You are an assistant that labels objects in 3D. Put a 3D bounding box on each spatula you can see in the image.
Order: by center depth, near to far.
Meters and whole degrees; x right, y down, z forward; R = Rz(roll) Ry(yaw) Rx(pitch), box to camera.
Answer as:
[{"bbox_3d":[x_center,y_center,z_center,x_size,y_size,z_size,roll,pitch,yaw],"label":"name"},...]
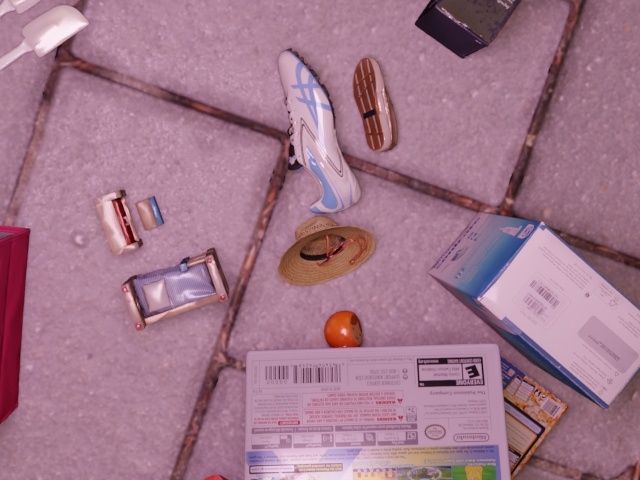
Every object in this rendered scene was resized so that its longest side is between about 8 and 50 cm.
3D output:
[{"bbox_3d":[-0.465,-0.301,1.322,0.242,0.019,0.168,-34,102,-1],"label":"spatula"}]

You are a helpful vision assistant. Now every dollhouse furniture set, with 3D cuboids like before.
[{"bbox_3d":[-0.216,0.009,1.309,0.129,0.129,0.183,-20,96,-4],"label":"dollhouse furniture set"}]

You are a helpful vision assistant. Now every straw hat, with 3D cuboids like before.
[{"bbox_3d":[0.000,0.000,1.360,0.144,0.144,0.061,-19,58,-4],"label":"straw hat"}]

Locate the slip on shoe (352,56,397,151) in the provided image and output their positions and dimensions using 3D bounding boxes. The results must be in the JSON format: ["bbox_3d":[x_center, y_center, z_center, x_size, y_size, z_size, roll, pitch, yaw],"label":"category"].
[{"bbox_3d":[0.082,-0.193,1.370,0.041,0.051,0.135,-10,86,-44],"label":"slip on shoe"}]

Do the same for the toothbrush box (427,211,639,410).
[{"bbox_3d":[0.286,0.080,1.280,0.216,0.295,0.126,40,91,-8],"label":"toothbrush box"}]

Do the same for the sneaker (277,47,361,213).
[{"bbox_3d":[-0.017,-0.150,1.340,0.086,0.085,0.237,-21,94,-8],"label":"sneaker"}]

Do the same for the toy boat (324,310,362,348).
[{"bbox_3d":[0.039,0.171,1.356,0.231,0.151,0.151,1,65,-6],"label":"toy boat"}]

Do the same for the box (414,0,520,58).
[{"bbox_3d":[0.220,-0.344,1.313,0.093,0.156,0.158,34,90,-6],"label":"box"}]

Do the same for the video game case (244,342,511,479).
[{"bbox_3d":[0.069,0.279,1.199,0.329,0.036,0.300,-2,68,2],"label":"video game case"}]

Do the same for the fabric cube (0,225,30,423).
[{"bbox_3d":[-0.526,0.108,1.222,0.254,0.259,0.258,6,93,-7],"label":"fabric cube"}]

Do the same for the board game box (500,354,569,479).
[{"bbox_3d":[0.246,0.274,1.414,0.147,0.045,0.193,38,90,-7],"label":"board game box"}]

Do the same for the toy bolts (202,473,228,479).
[{"bbox_3d":[-0.166,0.418,1.367,0.228,0.158,0.218,-41,56,8],"label":"toy bolts"}]
